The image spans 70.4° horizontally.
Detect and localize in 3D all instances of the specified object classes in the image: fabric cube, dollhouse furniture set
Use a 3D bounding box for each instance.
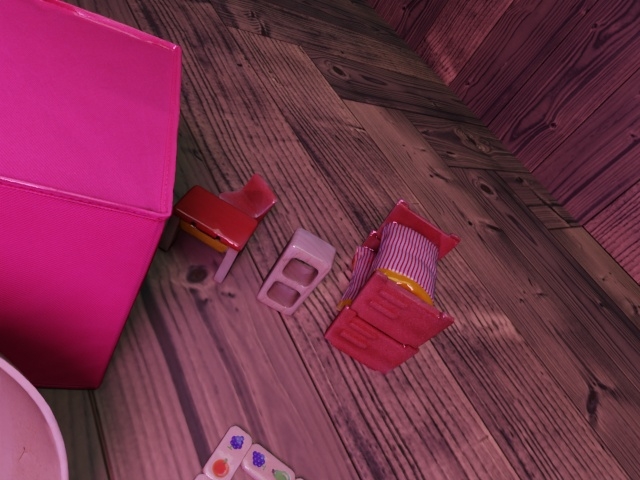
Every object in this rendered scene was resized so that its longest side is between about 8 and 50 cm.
[{"bbox_3d":[-0.287,-0.049,0.399,0.259,0.258,0.254,14,44,-26],"label":"fabric cube"},{"bbox_3d":[0.000,0.000,0.651,0.374,0.152,0.201,31,38,-6],"label":"dollhouse furniture set"}]

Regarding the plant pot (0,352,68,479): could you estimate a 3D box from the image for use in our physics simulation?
[{"bbox_3d":[-0.310,0.130,0.220,0.191,0.283,0.284,18,23,39],"label":"plant pot"}]

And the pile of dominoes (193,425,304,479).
[{"bbox_3d":[-0.058,0.305,0.377,0.196,0.040,0.251,37,38,1],"label":"pile of dominoes"}]
